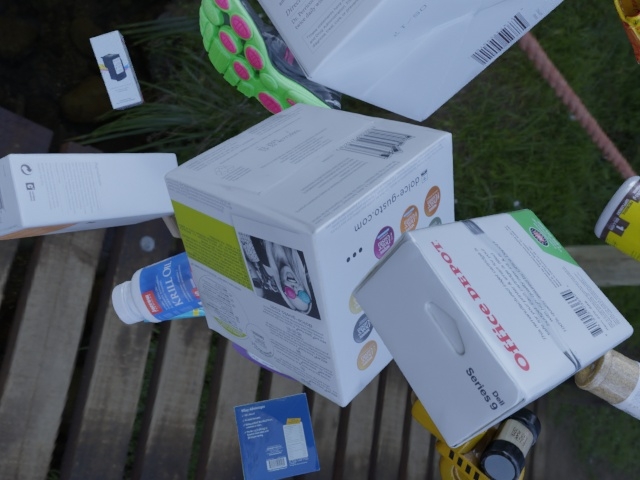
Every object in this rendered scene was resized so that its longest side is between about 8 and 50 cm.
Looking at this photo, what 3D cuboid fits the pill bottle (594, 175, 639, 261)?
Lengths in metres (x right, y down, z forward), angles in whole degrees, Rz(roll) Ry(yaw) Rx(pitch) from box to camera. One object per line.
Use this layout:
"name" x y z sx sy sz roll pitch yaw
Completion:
"pill bottle" 0.554 -0.003 0.966 0.117 0.215 0.117 -39 150 -28

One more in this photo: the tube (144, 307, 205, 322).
"tube" -0.412 0.204 1.814 0.080 0.207 0.052 -111 -159 -50

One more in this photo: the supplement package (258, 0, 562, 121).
"supplement package" 0.045 -0.267 0.476 0.198 0.199 0.263 -1 56 -58

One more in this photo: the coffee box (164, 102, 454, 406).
"coffee box" 0.000 0.000 1.056 0.337 0.338 0.334 -36 132 -35

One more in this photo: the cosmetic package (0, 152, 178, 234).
"cosmetic package" -0.584 -0.112 1.518 0.453 0.230 0.162 -12 91 -53

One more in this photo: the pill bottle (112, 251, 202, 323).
"pill bottle" -0.326 0.104 1.326 0.124 0.221 0.124 -21 90 -79

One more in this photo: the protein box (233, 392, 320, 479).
"protein box" -0.117 0.537 1.673 0.136 0.199 0.201 94 -15 -69

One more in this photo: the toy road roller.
"toy road roller" 0.355 0.484 1.537 0.202 0.329 0.241 -30 155 -52

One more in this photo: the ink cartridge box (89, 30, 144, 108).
"ink cartridge box" -0.510 -0.425 1.563 0.072 0.127 0.175 -18 103 -7

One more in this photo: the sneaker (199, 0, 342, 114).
"sneaker" -0.120 -0.467 1.606 0.483 0.185 0.202 44 48 -31

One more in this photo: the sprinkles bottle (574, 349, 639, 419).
"sprinkles bottle" 0.772 0.369 1.424 0.121 0.355 0.121 -62 180 1

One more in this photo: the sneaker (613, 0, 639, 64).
"sneaker" 0.475 -0.303 0.905 0.067 0.064 0.175 -18 78 -48

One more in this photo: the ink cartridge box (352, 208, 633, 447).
"ink cartridge box" 0.210 0.086 0.740 0.289 0.121 0.211 -9 57 -44

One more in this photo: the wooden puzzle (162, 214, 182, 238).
"wooden puzzle" -0.404 -0.025 1.918 0.044 0.238 0.221 -44 149 -20

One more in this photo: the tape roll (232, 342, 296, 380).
"tape roll" -0.113 0.319 1.791 0.275 0.274 0.090 47 59 -44
